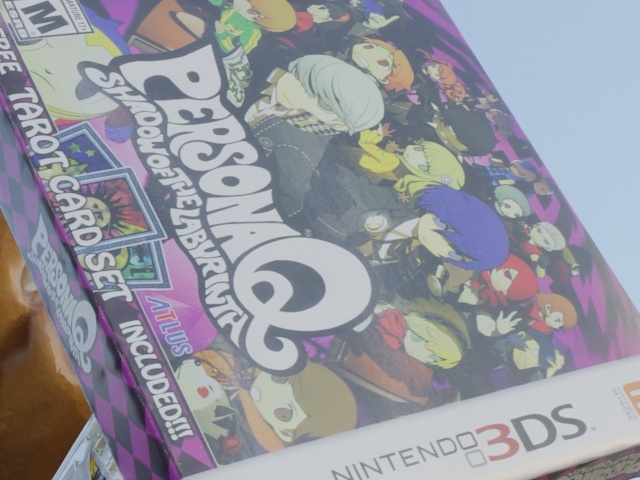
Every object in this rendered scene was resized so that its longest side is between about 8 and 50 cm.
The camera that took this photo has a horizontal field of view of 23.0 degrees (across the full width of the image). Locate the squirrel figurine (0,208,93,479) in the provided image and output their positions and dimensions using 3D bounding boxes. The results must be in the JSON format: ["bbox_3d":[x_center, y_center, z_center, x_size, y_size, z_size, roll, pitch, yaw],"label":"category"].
[{"bbox_3d":[-0.349,0.073,1.244,0.370,0.281,0.397,41,-102,-25],"label":"squirrel figurine"}]

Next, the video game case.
[{"bbox_3d":[0.000,0.000,0.562,0.210,0.232,0.042,-9,-31,-35],"label":"video game case"}]

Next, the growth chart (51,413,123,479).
[{"bbox_3d":[-0.150,0.179,0.874,0.021,0.237,0.172,33,-79,-15],"label":"growth chart"}]
